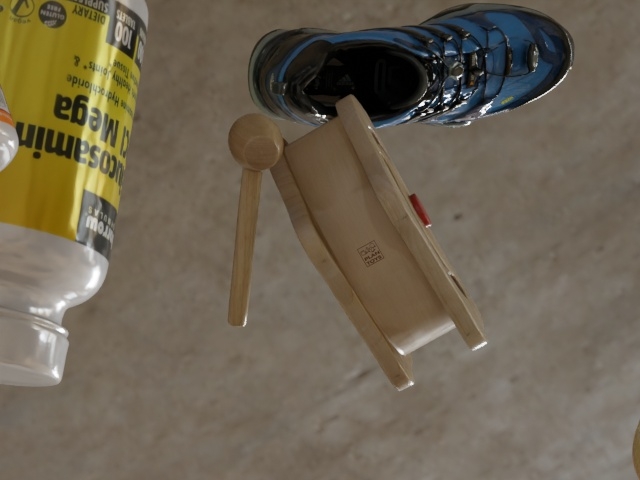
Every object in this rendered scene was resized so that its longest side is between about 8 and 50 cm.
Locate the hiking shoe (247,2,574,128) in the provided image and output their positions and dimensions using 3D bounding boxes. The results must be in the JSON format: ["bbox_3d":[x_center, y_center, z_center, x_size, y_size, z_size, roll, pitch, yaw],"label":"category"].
[{"bbox_3d":[0.093,-0.140,1.457,0.304,0.132,0.113,-10,108,-13],"label":"hiking shoe"}]

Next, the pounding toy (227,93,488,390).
[{"bbox_3d":[0.000,0.000,1.220,0.155,0.154,0.269,-29,118,7],"label":"pounding toy"}]

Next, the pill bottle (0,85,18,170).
[{"bbox_3d":[-0.242,-0.109,0.990,0.086,0.152,0.086,-19,163,-6],"label":"pill bottle"}]

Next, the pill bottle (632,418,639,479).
[{"bbox_3d":[0.350,0.190,1.526,0.118,0.117,0.208,-26,160,-2],"label":"pill bottle"}]

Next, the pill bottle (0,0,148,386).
[{"bbox_3d":[-0.255,-0.057,1.349,0.188,0.333,0.188,7,167,2],"label":"pill bottle"}]
